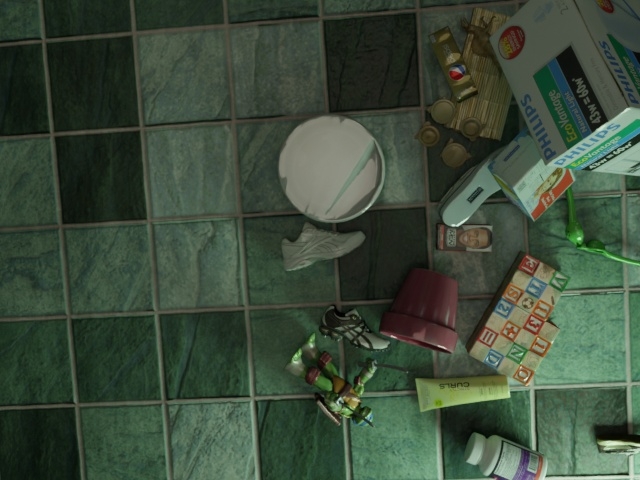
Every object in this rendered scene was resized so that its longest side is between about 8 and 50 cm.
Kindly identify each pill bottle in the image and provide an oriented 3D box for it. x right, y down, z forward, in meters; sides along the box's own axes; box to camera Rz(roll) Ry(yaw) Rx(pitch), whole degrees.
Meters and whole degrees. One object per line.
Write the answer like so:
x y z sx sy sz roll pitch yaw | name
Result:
0.479 0.574 1.928 0.193 0.108 0.108 22 96 3 | pill bottle

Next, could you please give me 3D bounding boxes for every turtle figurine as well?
0.061 0.344 1.899 0.266 0.275 0.198 38 67 6 | turtle figurine

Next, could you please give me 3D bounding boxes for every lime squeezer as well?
0.698 -0.013 1.898 0.310 0.059 0.110 47 67 1 | lime squeezer

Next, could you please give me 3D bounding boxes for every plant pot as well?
0.266 0.174 1.880 0.201 0.201 0.180 17 80 3 | plant pot

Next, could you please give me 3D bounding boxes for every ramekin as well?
0.031 -0.182 1.891 0.272 0.127 0.273 0 94 5 | ramekin

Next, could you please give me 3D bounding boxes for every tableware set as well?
0.331 -0.276 1.898 0.168 0.020 0.141 35 113 -2 | tableware set

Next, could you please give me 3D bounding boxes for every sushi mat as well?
0.426 -0.423 1.893 0.151 0.019 0.317 14 96 2 | sushi mat

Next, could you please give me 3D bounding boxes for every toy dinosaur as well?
0.428 -0.497 1.859 0.092 0.053 0.183 -37 85 21 | toy dinosaur

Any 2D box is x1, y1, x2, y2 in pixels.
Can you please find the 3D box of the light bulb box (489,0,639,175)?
0.624 -0.353 1.637 0.225 0.360 0.358 -41 58 46 | light bulb box

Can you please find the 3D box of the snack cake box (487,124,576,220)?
0.514 -0.162 1.783 0.152 0.264 0.089 -48 60 6 | snack cake box

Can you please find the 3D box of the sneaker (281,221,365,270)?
0.000 0.000 1.930 0.232 0.090 0.115 -17 90 5 | sneaker

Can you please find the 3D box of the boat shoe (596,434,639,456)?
0.800 0.537 1.930 0.152 0.056 0.049 1 100 14 | boat shoe

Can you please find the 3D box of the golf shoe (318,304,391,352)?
0.098 0.232 1.947 0.198 0.077 0.094 18 96 2 | golf shoe

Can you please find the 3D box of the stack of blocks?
0.522 0.198 1.903 0.171 0.087 0.297 28 96 2 | stack of blocks

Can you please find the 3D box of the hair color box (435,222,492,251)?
0.372 -0.008 1.920 0.141 0.043 0.072 1 94 4 | hair color box

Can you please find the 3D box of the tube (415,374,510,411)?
0.375 0.397 1.949 0.240 0.062 0.070 -7 54 10 | tube

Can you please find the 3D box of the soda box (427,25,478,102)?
0.335 -0.441 1.863 0.058 0.061 0.181 -24 85 15 | soda box

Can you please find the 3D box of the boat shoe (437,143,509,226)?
0.404 -0.148 1.884 0.096 0.088 0.267 36 104 -23 | boat shoe
